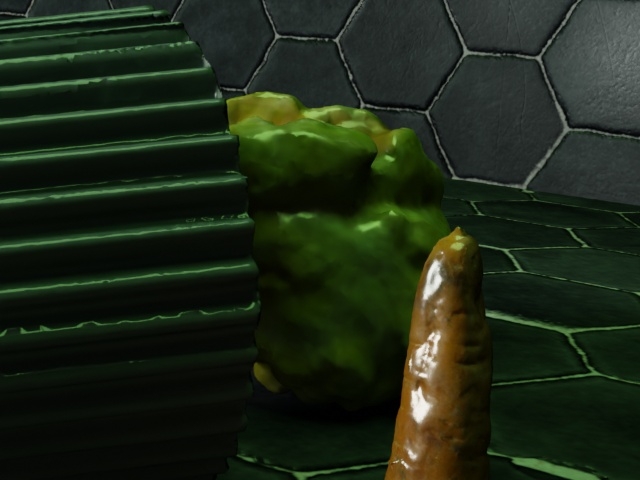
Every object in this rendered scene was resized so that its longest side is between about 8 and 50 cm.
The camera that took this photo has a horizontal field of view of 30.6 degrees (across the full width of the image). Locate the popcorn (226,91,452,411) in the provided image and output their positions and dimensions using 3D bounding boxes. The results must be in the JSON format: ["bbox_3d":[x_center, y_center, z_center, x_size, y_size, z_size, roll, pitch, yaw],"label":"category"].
[{"bbox_3d":[0.000,0.000,0.961,0.235,0.241,0.250,1,8,-4],"label":"popcorn"}]

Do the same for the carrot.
[{"bbox_3d":[0.052,0.097,0.534,0.061,0.209,0.061,7,7,-1],"label":"carrot"}]

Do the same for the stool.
[{"bbox_3d":[-0.241,0.023,0.653,0.330,0.297,0.297,-7,15,-27],"label":"stool"}]
